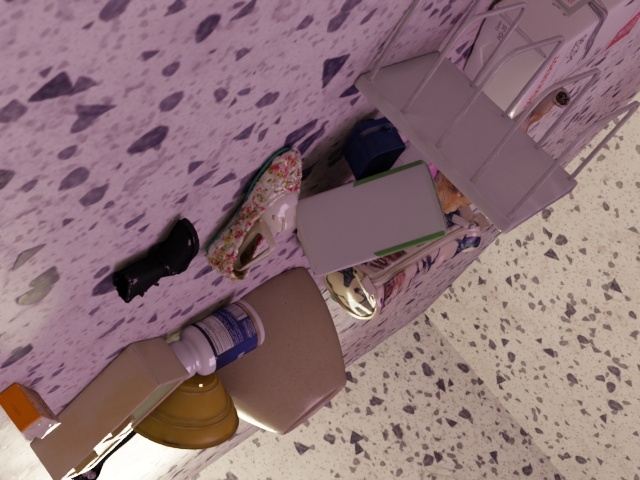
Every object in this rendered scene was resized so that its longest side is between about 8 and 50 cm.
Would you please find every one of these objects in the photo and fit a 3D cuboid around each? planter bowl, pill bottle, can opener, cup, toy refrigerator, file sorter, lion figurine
[{"bbox_3d":[-0.244,0.274,1.607,0.217,0.217,0.090,-21,131,-55],"label":"planter bowl"},{"bbox_3d":[-0.191,0.181,1.581,0.169,0.094,0.094,-27,162,-32],"label":"pill bottle"},{"bbox_3d":[-0.441,0.424,1.825,0.186,0.073,0.059,-44,128,5],"label":"can opener"},{"bbox_3d":[-0.085,0.250,1.805,0.331,0.237,0.331,-37,167,-10],"label":"cup"},{"bbox_3d":[-0.351,0.287,1.496,0.269,0.094,0.102,-43,167,15],"label":"toy refrigerator"},{"bbox_3d":[0.228,-0.188,1.138,0.193,0.278,0.173,-26,157,-46],"label":"file sorter"},{"bbox_3d":[0.351,-0.211,1.712,0.392,0.142,0.240,-42,175,-12],"label":"lion figurine"}]

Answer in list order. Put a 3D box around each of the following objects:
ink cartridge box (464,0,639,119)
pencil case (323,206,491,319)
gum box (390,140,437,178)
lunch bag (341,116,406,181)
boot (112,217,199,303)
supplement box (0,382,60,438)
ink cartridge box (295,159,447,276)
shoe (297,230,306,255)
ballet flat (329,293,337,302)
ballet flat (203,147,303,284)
[{"bbox_3d":[0.381,-0.341,1.388,0.283,0.117,0.207,-37,167,-15],"label":"ink cartridge box"},{"bbox_3d":[0.190,0.029,1.993,0.410,0.160,0.183,-30,180,-36],"label":"pencil case"},{"bbox_3d":[0.123,-0.099,1.602,0.188,0.062,0.107,-38,167,-10],"label":"gum box"},{"bbox_3d":[0.077,-0.142,1.325,0.067,0.065,0.098,-18,161,-30],"label":"lunch bag"},{"bbox_3d":[-0.211,0.028,1.137,0.099,0.045,0.121,-28,163,-32],"label":"boot"},{"bbox_3d":[-0.407,0.238,1.246,0.036,0.062,0.098,-39,168,-11],"label":"supplement box"},{"bbox_3d":[0.087,-0.034,1.373,0.201,0.117,0.278,-18,179,9],"label":"ink cartridge box"},{"bbox_3d":[0.000,0.000,1.628,0.219,0.058,0.076,43,66,-81],"label":"shoe"},{"bbox_3d":[0.099,0.081,2.154,0.188,0.070,0.070,-41,168,20],"label":"ballet flat"},{"bbox_3d":[-0.079,-0.027,1.246,0.091,0.077,0.241,-24,159,-48],"label":"ballet flat"}]
